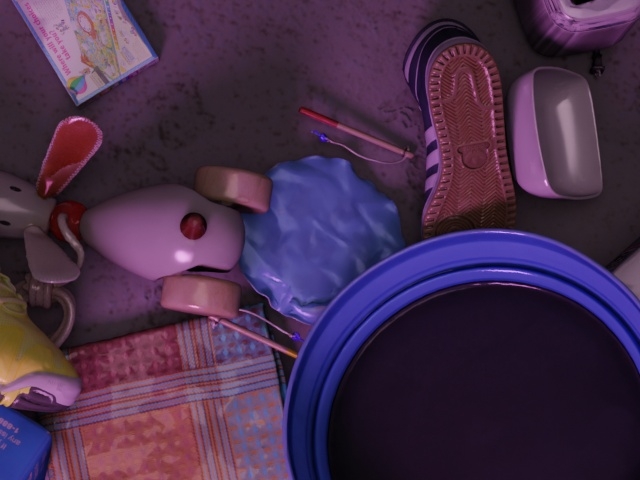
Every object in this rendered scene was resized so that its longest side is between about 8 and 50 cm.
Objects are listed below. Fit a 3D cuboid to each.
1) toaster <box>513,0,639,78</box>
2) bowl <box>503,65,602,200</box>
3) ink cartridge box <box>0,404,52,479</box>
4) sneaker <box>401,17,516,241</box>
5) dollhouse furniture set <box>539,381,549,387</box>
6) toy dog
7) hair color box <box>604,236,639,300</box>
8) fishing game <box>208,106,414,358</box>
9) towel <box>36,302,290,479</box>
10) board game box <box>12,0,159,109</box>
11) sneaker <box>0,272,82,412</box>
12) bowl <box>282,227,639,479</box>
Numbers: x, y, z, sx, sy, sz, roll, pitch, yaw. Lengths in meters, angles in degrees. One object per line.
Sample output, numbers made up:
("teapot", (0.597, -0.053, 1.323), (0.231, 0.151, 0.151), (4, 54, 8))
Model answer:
("toaster", (0.271, -0.290, 1.704), (0.129, 0.146, 0.227), (-11, 86, -2))
("bowl", (0.242, -0.109, 1.706), (0.053, 0.142, 0.142), (-11, 84, 34))
("ink cartridge box", (-0.484, 0.295, 1.542), (0.285, 0.166, 0.395), (30, 60, 2))
("sneaker", (0.144, -0.099, 1.719), (0.099, 0.153, 0.282), (-5, 116, -5))
("dollhouse furniture set", (0.213, 0.249, 1.706), (0.161, 0.101, 0.182), (-22, 89, 22))
("toy dog", (-0.214, -0.016, 1.628), (0.333, 0.161, 0.220), (-11, 77, 5))
("hair color box", (0.492, -0.011, 1.709), (0.374, 0.113, 0.185), (-40, 88, -5))
("fishing game", (0.000, 0.000, 1.724), (0.189, 0.041, 0.264), (21, 78, -8))
("towel", (-0.141, 0.268, 1.668), (0.271, 0.040, 0.370), (-13, 76, -4))
("board game box", (-0.258, -0.234, 1.736), (0.103, 0.026, 0.154), (-31, 88, -4))
("sneaker", (-0.378, 0.028, 1.580), (0.384, 0.145, 0.147), (36, 93, 15))
("bowl", (0.158, 0.179, 1.592), (0.391, 0.077, 0.391), (-6, 64, 13))
